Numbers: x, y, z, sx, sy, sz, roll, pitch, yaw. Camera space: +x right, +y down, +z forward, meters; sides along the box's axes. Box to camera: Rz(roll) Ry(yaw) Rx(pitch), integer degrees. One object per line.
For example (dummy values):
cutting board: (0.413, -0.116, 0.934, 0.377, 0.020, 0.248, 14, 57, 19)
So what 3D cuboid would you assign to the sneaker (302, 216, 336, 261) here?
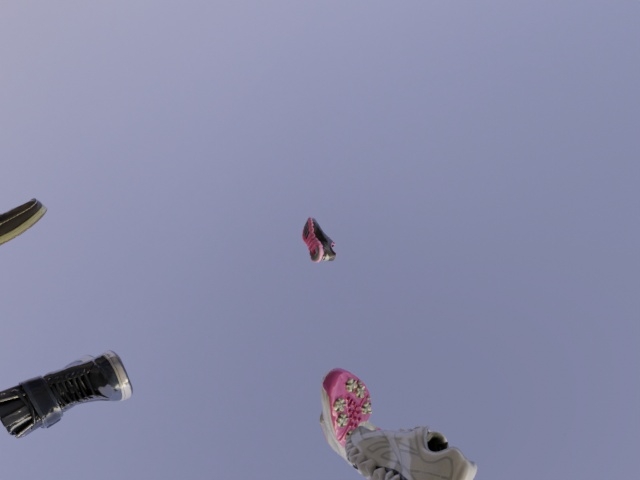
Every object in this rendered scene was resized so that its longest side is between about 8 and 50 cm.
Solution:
sneaker: (0.000, 0.000, 1.121, 0.047, 0.057, 0.119, -62, -147, 38)

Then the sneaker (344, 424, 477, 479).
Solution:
sneaker: (0.128, 0.324, 0.808, 0.110, 0.292, 0.118, 36, -102, -14)

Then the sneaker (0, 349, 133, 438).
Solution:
sneaker: (-0.395, 0.239, 0.844, 0.226, 0.164, 0.086, -18, -86, 49)

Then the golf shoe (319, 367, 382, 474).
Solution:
golf shoe: (0.041, 0.369, 1.132, 0.140, 0.306, 0.115, 13, -135, 40)

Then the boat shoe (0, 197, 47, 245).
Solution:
boat shoe: (-0.587, -0.017, 0.941, 0.224, 0.073, 0.080, -35, -153, -18)
